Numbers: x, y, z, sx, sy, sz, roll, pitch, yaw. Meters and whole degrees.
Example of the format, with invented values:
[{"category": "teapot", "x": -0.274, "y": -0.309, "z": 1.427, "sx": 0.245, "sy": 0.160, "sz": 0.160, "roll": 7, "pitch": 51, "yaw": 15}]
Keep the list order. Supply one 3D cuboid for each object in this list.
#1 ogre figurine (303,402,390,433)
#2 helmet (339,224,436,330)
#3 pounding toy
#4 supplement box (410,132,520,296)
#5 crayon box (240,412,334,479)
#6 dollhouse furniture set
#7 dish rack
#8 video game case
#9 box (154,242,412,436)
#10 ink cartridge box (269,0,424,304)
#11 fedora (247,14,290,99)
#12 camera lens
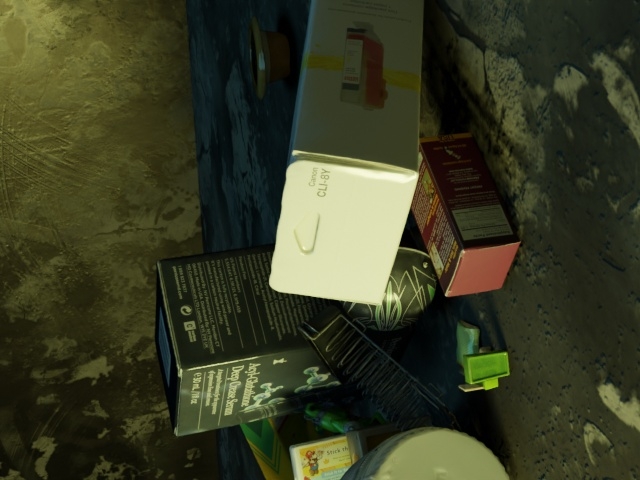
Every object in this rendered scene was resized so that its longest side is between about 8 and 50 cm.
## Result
[{"category": "ogre figurine", "x": 0.071, "y": 0.347, "z": 1.864, "sx": 0.197, "sy": 0.097, "sz": 0.118, "roll": 53, "pitch": 159, "yaw": -26}, {"category": "helmet", "x": 0.097, "y": 0.055, "z": 1.556, "sx": 0.161, "sy": 0.170, "sz": 0.169, "roll": -91, "pitch": 3, "yaw": -53}, {"category": "pounding toy", "x": 0.105, "y": 0.405, "z": 1.687, "sx": 0.094, "sy": 0.181, "sz": 0.206, "roll": 141, "pitch": 119, "yaw": -73}, {"category": "supplement box", "x": 0.179, "y": -0.035, "z": 1.345, "sx": 0.104, "sy": 0.081, "sz": 0.188, "roll": 101, "pitch": 157, "yaw": -52}, {"category": "crayon box", "x": -0.072, "y": 0.392, "z": 2.208, "sx": 0.318, "sy": 0.081, "sz": 0.202, "roll": 67, "pitch": -152, "yaw": -20}, {"category": "dollhouse furniture set", "x": 0.200, "y": 0.162, "z": 1.424, "sx": 0.152, "sy": 0.059, "sz": 0.076, "roll": -158, "pitch": 61, "yaw": -73}, {"category": "dish rack", "x": 0.099, "y": 0.217, "z": 1.548, "sx": 0.271, "sy": 0.074, "sz": 0.208, "roll": 40, "pitch": 170, "yaw": 29}, {"category": "video game case", "x": 0.068, "y": 0.426, "z": 1.752, "sx": 0.026, "sy": 0.227, "sz": 0.206, "roll": -18, "pitch": 81, "yaw": 64}, {"category": "box", "x": -0.079, "y": 0.163, "z": 1.824, "sx": 0.293, "sy": 0.396, "sz": 0.212, "roll": 104, "pitch": 153, "yaw": -58}, {"category": "ink cartridge box", "x": 0.040, "y": -0.145, "z": 1.422, "sx": 0.279, "sy": 0.161, "sz": 0.384, "roll": 100, "pitch": 177, "yaw": -50}, {"category": "fedora", "x": -0.109, "y": -0.398, "z": 2.250, "sx": 0.194, "sy": 0.079, "sz": 0.194, "roll": 174, "pitch": 90, "yaw": -81}, {"category": "camera lens", "x": 0.137, "y": 0.389, "z": 1.477, "sx": 0.274, "sy": 0.219, "sz": 0.219, "roll": 118, "pitch": 142, "yaw": -66}]
